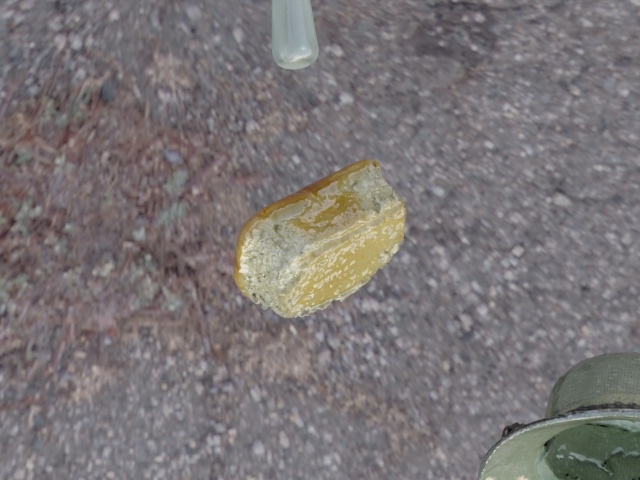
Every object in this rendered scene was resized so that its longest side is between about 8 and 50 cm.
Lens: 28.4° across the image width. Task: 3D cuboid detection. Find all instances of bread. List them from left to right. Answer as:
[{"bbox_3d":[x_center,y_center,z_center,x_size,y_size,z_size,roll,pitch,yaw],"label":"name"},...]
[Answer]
[{"bbox_3d":[0.000,0.000,1.692,0.245,0.121,0.174,-27,141,-22],"label":"bread"}]

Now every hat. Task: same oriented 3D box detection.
[{"bbox_3d":[0.268,0.174,1.104,0.257,0.130,0.257,7,138,6],"label":"hat"}]

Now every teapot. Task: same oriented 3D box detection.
[{"bbox_3d":[-0.057,-0.393,1.552,0.149,0.318,0.220,-24,142,23],"label":"teapot"}]
